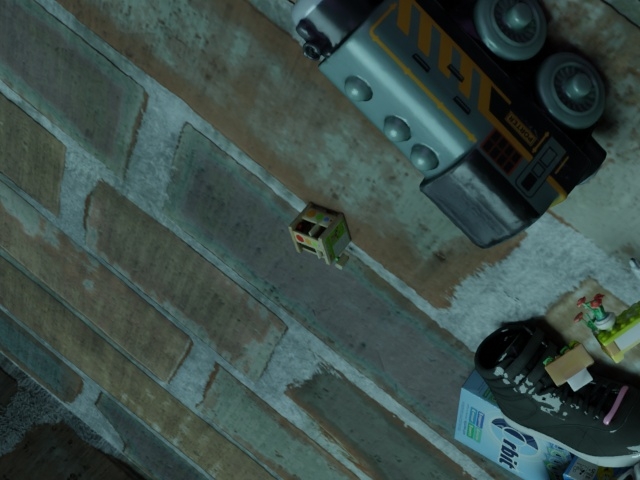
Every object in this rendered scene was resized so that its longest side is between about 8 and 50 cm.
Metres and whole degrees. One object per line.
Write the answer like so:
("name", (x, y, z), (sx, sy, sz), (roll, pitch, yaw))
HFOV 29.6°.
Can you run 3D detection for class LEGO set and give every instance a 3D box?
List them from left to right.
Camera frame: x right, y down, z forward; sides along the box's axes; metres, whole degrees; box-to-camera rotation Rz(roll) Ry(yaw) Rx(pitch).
("LEGO set", (0.337, 0.046, 1.216), (0.287, 0.132, 0.107), (-26, 107, 37))

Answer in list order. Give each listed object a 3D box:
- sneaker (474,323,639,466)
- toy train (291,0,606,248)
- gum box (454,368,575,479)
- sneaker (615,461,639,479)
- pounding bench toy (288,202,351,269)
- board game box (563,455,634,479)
("sneaker", (0.302, 0.183, 1.483), (0.295, 0.105, 0.147), (7, 143, 53))
("toy train", (0.124, -0.151, 1.134), (0.334, 0.190, 0.142), (45, 151, -9))
("gum box", (0.281, 0.278, 1.716), (0.184, 0.041, 0.157), (29, 150, 20))
("sneaker", (0.469, 0.292, 1.358), (0.292, 0.110, 0.118), (-16, 138, 27))
("pounding bench toy", (0.000, 0.000, 1.654), (0.065, 0.052, 0.083), (21, 146, 34))
("board game box", (0.491, 0.420, 1.611), (0.301, 0.086, 0.308), (19, 145, 35))
